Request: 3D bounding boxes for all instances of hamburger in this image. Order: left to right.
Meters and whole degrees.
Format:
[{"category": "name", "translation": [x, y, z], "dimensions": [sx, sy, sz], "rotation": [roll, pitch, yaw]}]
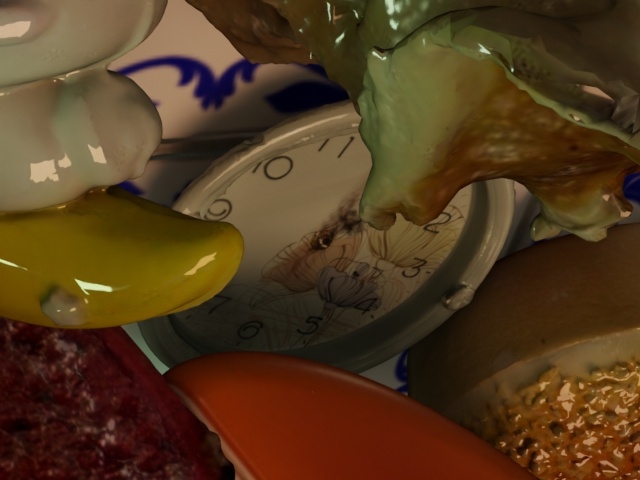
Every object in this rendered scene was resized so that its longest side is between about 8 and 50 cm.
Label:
[{"category": "hamburger", "translation": [0.201, 0.115, 0.799], "dimensions": [0.302, 0.170, 0.302], "rotation": [-11, 149, -7]}]

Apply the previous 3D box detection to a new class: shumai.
[{"category": "shumai", "translation": [0.095, -0.133, 0.436], "dimensions": [0.314, 0.262, 0.267], "rotation": [-30, 142, -3]}]

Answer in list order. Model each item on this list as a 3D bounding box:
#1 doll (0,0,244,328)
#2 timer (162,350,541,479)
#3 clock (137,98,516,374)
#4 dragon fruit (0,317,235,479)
[{"category": "doll", "translation": [-0.128, -0.075, 0.416], "dimensions": [0.111, 0.252, 0.237], "rotation": [-42, 130, -57]}, {"category": "timer", "translation": [-0.009, 0.177, 0.691], "dimensions": [0.161, 0.250, 0.257], "rotation": [-54, -179, -27]}, {"category": "clock", "translation": [0.000, 0.000, 0.680], "dimensions": [0.236, 0.053, 0.236], "rotation": [-15, 137, -14]}, {"category": "dragon fruit", "translation": [-0.228, 0.168, 0.479], "dimensions": [0.371, 0.386, 0.249], "rotation": [-18, 157, -49]}]
